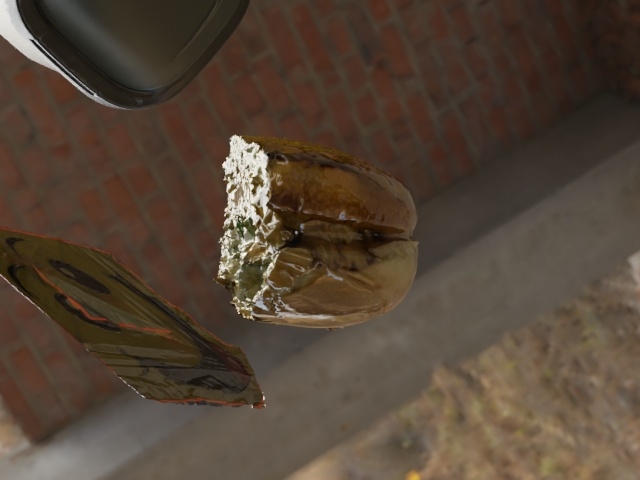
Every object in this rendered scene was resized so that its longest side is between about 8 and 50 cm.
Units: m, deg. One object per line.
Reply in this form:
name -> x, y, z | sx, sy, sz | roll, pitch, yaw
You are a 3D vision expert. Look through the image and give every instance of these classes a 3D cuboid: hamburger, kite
hamburger -> 0.000, 0.000, 1.193 | 0.283, 0.156, 0.144 | -150, 72, -78
kite -> -0.191, 0.053, 1.351 | 0.327, 0.013, 0.377 | 28, -170, -21

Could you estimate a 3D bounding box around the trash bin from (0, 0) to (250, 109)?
trash bin -> -0.240, -0.274, 1.642 | 0.220, 0.219, 0.250 | 45, 167, -31
